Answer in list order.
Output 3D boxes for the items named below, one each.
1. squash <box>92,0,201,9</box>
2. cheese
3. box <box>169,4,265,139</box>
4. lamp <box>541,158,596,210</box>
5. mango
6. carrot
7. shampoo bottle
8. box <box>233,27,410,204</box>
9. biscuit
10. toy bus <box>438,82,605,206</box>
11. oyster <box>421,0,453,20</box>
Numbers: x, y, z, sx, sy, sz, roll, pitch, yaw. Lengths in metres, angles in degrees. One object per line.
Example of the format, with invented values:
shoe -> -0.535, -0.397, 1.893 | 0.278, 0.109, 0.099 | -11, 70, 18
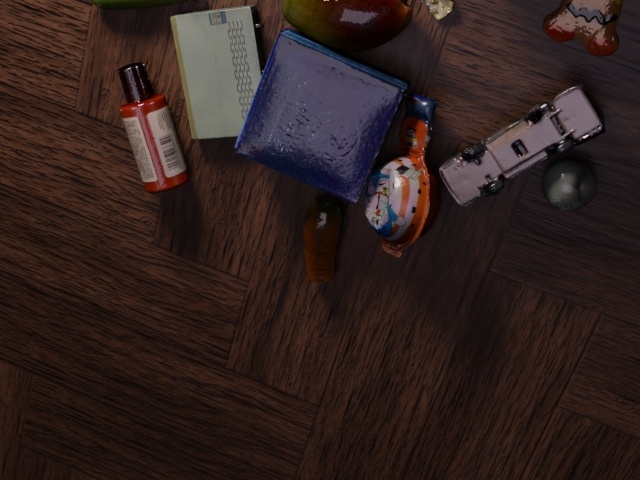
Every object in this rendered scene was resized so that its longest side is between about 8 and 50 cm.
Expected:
squash -> -0.367, -0.518, 1.921 | 0.252, 0.066, 0.066 | -1, 112, 16
cheese -> 0.174, -0.129, 1.868 | 0.129, 0.217, 0.329 | 4, 105, -27
box -> -0.201, -0.352, 1.951 | 0.210, 0.045, 0.270 | -3, 110, 18
lamp -> 0.487, -0.108, 1.809 | 0.105, 0.105, 0.105 | 6, 113, 14
mango -> 0.046, -0.439, 1.805 | 0.267, 0.111, 0.133 | 10, 126, 18
carrot -> 0.000, 0.000, 2.016 | 0.087, 0.087, 0.193 | 14, 117, 11
shampoo bottle -> -0.372, -0.249, 2.012 | 0.104, 0.104, 0.278 | -8, 109, 20
box -> 0.002, -0.251, 1.866 | 0.279, 0.116, 0.261 | 24, 111, 1
biscuit -> 0.508, -0.471, 1.691 | 0.165, 0.036, 0.250 | 20, 116, 7
toy bus -> 0.389, -0.187, 1.793 | 0.317, 0.138, 0.112 | -28, 96, 26
oyster -> 0.223, -0.471, 1.787 | 0.054, 0.019, 0.083 | -31, 102, 27
